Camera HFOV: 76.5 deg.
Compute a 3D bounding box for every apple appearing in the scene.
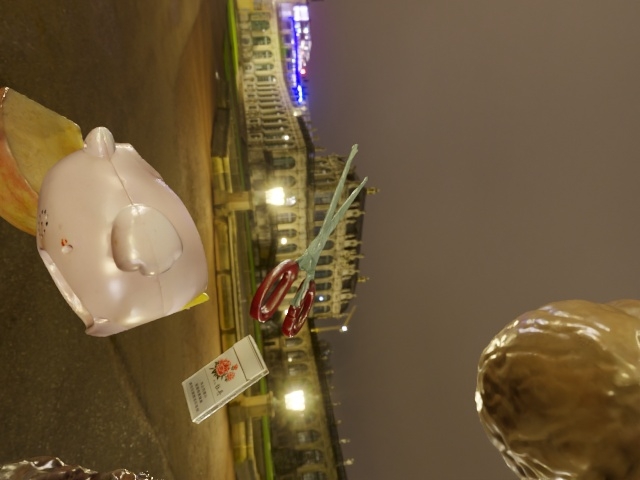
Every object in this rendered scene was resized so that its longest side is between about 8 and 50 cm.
[{"bbox_3d":[-0.678,-0.158,0.971,0.314,0.252,0.308,-31,-111,52],"label":"apple"}]

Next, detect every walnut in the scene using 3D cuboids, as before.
[{"bbox_3d":[0.348,0.205,0.502,0.277,0.252,0.313,52,-17,26],"label":"walnut"}]

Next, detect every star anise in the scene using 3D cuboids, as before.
[{"bbox_3d":[-0.316,0.383,0.585,0.315,0.316,0.108,99,-1,-61],"label":"star anise"}]

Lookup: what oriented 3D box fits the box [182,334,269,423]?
[{"bbox_3d":[-0.224,0.319,0.945,0.109,0.198,0.029,51,-5,44],"label":"box"}]

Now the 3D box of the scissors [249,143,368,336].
[{"bbox_3d":[0.000,0.000,0.514,0.247,0.017,0.144,-62,156,-14],"label":"scissors"}]

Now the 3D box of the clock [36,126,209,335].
[{"bbox_3d":[-0.421,-0.002,0.826,0.368,0.251,0.376,-20,-88,54],"label":"clock"}]
